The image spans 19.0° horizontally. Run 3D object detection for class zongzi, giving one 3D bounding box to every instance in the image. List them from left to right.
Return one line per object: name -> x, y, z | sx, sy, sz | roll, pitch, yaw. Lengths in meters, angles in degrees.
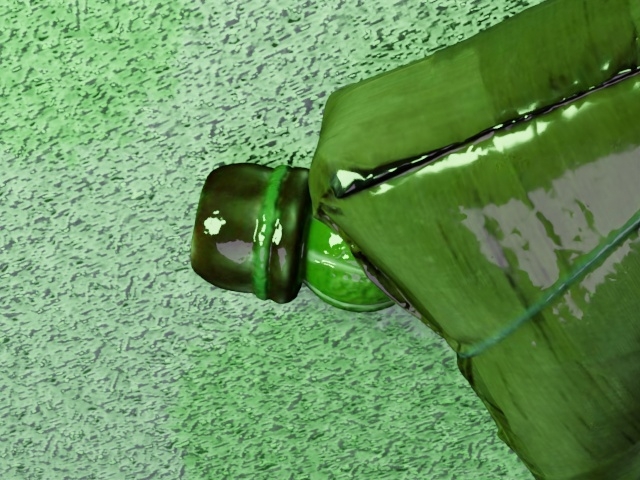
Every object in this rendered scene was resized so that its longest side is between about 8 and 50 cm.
zongzi -> 0.232, 0.018, 1.144 | 0.356, 0.174, 0.393 | -24, 108, 26

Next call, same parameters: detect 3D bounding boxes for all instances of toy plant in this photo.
toy plant -> 0.000, 0.000, 1.264 | 0.162, 0.093, 0.093 | 10, 130, 2
